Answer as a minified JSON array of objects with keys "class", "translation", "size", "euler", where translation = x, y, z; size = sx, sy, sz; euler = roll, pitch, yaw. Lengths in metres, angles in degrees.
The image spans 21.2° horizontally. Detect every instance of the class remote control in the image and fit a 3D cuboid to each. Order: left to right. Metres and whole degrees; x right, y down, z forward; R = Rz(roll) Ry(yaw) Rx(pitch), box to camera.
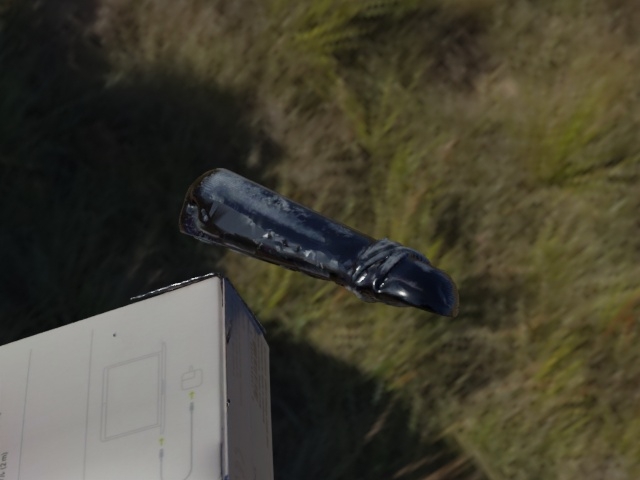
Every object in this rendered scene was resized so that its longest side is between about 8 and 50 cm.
[{"class":"remote control","translation":[0.000,0.000,1.379],"size":[0.265,0.066,0.090],"euler":[19,11,32]}]

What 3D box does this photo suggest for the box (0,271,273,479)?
[{"class":"box","translation":[-0.162,0.158,1.236],"size":[0.203,0.251,0.106],"euler":[-95,163,-44]}]
